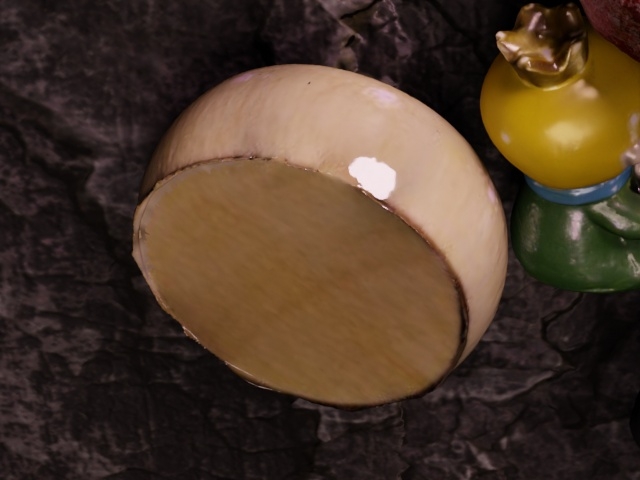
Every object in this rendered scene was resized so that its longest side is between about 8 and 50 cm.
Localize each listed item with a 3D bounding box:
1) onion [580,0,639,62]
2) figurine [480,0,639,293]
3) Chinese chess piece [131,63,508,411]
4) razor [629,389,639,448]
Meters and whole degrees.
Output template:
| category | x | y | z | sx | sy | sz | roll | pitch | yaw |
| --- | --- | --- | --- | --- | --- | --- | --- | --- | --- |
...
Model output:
| category | x | y | z | sx | sy | sz | roll | pitch | yaw |
| --- | --- | --- | --- | --- | --- | --- | --- | --- | --- |
| onion | 0.222 | -0.163 | 1.194 | 0.159 | 0.195 | 0.159 | -1 | 142 | -1 |
| figurine | 0.201 | -0.071 | 1.321 | 0.185 | 0.127 | 0.234 | -7 | 130 | 5 |
| Chinese chess piece | 0.000 | 0.000 | 1.355 | 0.257 | 0.104 | 0.257 | 14 | 140 | 12 |
| razor | 0.335 | 0.064 | 1.353 | 0.189 | 0.107 | 0.327 | 5 | 145 | -7 |
